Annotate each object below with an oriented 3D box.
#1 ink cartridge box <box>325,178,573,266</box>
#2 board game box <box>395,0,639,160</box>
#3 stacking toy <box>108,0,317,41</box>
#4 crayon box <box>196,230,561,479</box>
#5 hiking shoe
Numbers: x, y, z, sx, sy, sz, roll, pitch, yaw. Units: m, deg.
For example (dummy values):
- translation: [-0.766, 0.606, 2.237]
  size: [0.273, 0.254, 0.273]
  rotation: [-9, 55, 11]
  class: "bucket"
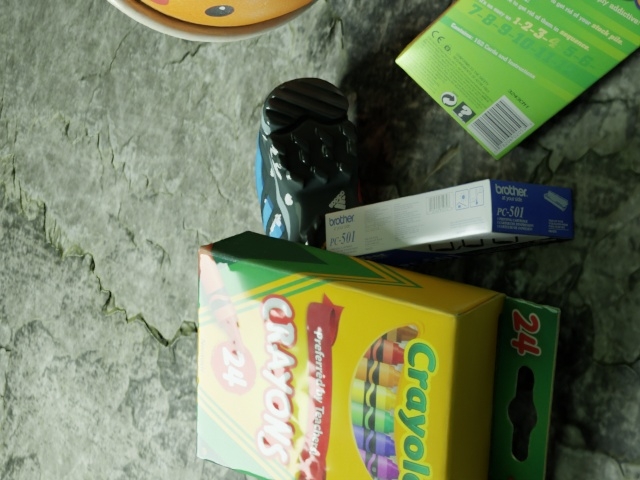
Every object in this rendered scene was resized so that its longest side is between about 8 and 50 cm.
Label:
- translation: [0.106, -0.012, 1.342]
  size: [0.207, 0.097, 0.046]
  rotation: [-11, 78, 50]
  class: "ink cartridge box"
- translation: [0.184, -0.178, 1.253]
  size: [0.124, 0.039, 0.259]
  rotation: [44, 135, -7]
  class: "board game box"
- translation: [0.010, -0.326, 1.262]
  size: [0.480, 0.350, 0.350]
  rotation: [15, 98, 57]
  class: "stacking toy"
- translation: [0.038, 0.121, 1.331]
  size: [0.318, 0.081, 0.202]
  rotation: [12, 109, 34]
  class: "crayon box"
- translation: [0.000, 0.000, 1.495]
  size: [0.132, 0.113, 0.304]
  rotation: [-177, 84, -82]
  class: "hiking shoe"
